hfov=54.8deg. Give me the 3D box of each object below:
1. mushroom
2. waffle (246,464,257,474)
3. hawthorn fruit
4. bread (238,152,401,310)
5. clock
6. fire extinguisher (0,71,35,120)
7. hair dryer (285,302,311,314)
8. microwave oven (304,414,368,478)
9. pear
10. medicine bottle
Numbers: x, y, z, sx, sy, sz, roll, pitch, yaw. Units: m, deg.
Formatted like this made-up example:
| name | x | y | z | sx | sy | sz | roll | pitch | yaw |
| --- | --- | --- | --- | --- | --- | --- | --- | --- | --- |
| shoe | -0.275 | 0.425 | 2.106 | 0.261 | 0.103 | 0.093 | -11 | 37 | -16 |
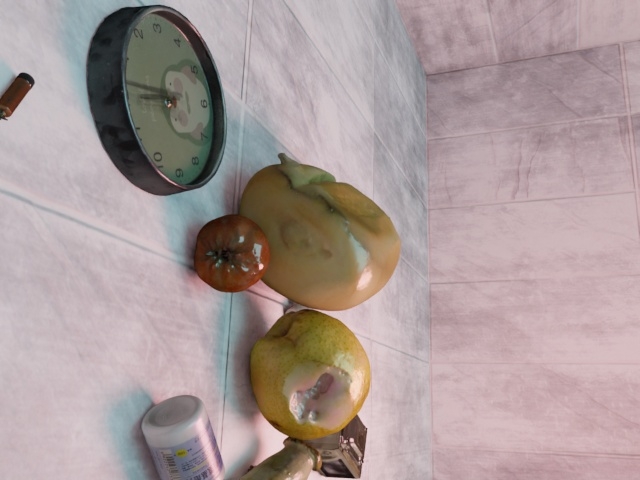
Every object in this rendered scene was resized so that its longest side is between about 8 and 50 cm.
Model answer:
| name | x | y | z | sx | sy | sz | roll | pitch | yaw |
| --- | --- | --- | --- | --- | --- | --- | --- | --- | --- |
| mushroom | -0.106 | 0.489 | 1.221 | 0.312 | 0.100 | 0.081 | -22 | 133 | -57 |
| waffle | -0.134 | 0.511 | 1.283 | 0.075 | 0.029 | 0.083 | 33 | 57 | -52 |
| hawthorn fruit | -0.156 | 0.015 | 1.170 | 0.189 | 0.149 | 0.149 | -50 | 132 | -61 |
| bread | 0.000 | 0.000 | 1.382 | 0.348 | 0.253 | 0.376 | 41 | 19 | 9 |
| clock | -0.262 | -0.236 | 1.050 | 0.319 | 0.066 | 0.318 | -4 | 90 | -68 |
| fire extinguisher | -0.388 | -0.178 | 0.771 | 0.028 | 0.022 | 0.083 | 29 | 50 | -19 |
| hair dryer | -0.063 | 0.135 | 1.528 | 0.082 | 0.047 | 0.137 | -25 | 104 | -67 |
| microwave oven | 0.041 | 0.511 | 1.604 | 0.205 | 0.129 | 0.163 | 64 | 31 | -46 |
| pear | -0.025 | 0.279 | 1.309 | 0.271 | 0.271 | 0.271 | -4 | 90 | -69 |
| medicine bottle | -0.215 | 0.355 | 1.003 | 0.103 | 0.103 | 0.186 | -51 | 133 | -61 |
